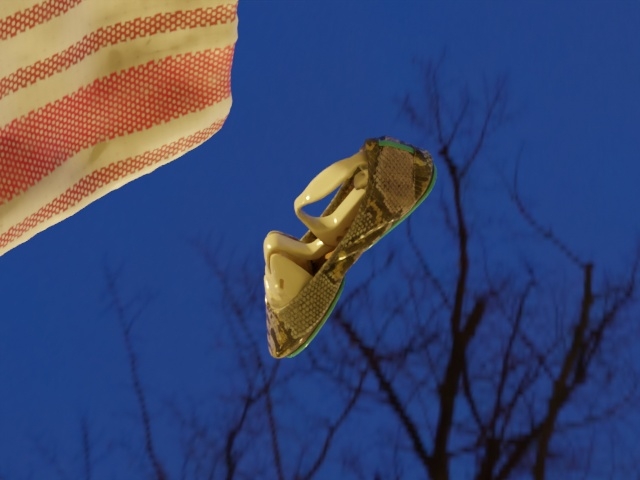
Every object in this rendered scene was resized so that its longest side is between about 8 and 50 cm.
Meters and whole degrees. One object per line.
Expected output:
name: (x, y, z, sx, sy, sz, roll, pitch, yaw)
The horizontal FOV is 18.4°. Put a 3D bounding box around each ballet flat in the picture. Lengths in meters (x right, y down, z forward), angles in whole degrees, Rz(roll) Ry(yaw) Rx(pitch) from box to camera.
ballet flat: (0.000, 0.000, 0.796, 0.041, 0.041, 0.114, 34, -62, -8)

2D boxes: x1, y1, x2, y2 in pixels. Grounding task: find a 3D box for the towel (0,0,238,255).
towel: (-0.067, -0.069, 0.390, 0.029, 0.144, 0.197, 33, -43, 30)
